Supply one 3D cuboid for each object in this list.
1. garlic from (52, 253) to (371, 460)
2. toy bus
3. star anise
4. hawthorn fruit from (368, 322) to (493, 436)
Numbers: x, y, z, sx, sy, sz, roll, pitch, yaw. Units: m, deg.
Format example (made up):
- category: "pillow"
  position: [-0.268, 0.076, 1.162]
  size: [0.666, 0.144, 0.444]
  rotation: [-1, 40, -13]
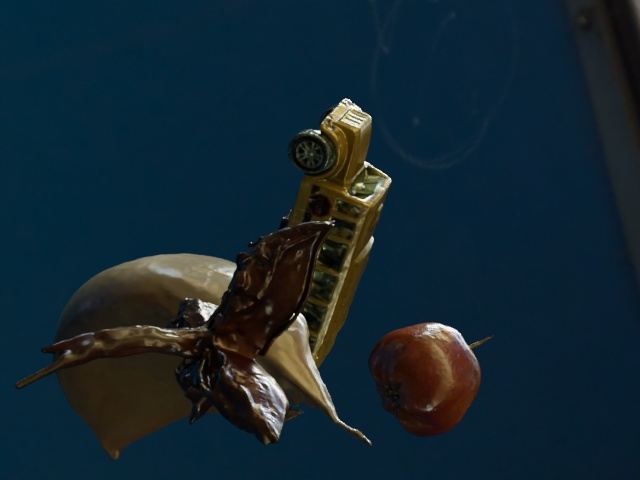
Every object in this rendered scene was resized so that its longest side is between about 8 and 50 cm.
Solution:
- category: "garlic"
  position: [-0.106, 0.101, 1.158]
  size: [0.151, 0.339, 0.196]
  rotation: [-27, -77, -53]
- category: "toy bus"
  position: [0.000, 0.000, 1.513]
  size: [0.123, 0.335, 0.121]
  rotation: [24, -151, 9]
- category: "star anise"
  position: [-0.087, 0.048, 0.750]
  size: [0.144, 0.158, 0.140]
  rotation: [29, -121, -25]
- category: "hawthorn fruit"
  position: [0.118, 0.149, 1.383]
  size: [0.125, 0.125, 0.140]
  rotation: [47, -140, -8]
